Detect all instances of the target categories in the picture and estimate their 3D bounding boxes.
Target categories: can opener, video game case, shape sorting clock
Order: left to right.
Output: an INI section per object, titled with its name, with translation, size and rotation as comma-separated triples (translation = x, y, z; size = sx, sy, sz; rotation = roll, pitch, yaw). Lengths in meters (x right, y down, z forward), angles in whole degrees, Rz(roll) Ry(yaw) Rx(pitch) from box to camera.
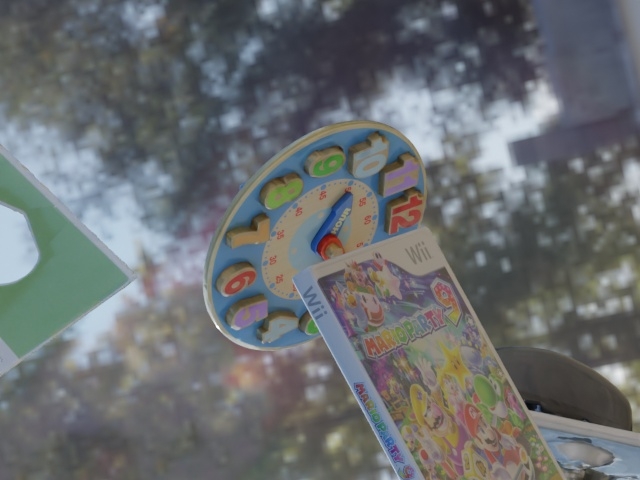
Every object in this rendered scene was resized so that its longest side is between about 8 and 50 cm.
[shape sorting clock]
translation = 0.000, 0.000, 1.430
size = 0.040, 0.206, 0.206
rotation = 39, 167, 36
[video game case]
translation = 0.043, 0.056, 0.646
size = 0.087, 0.011, 0.122
rotation = -18, -102, -58
[can opener]
translation = 0.211, 0.113, 0.998
size = 0.076, 0.283, 0.095
rotation = 122, 155, -54

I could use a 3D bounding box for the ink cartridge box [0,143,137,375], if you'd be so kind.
[ink cartridge box]
translation = -0.201, 0.063, 0.790
size = 0.171, 0.235, 0.056
rotation = 39, 157, 47
